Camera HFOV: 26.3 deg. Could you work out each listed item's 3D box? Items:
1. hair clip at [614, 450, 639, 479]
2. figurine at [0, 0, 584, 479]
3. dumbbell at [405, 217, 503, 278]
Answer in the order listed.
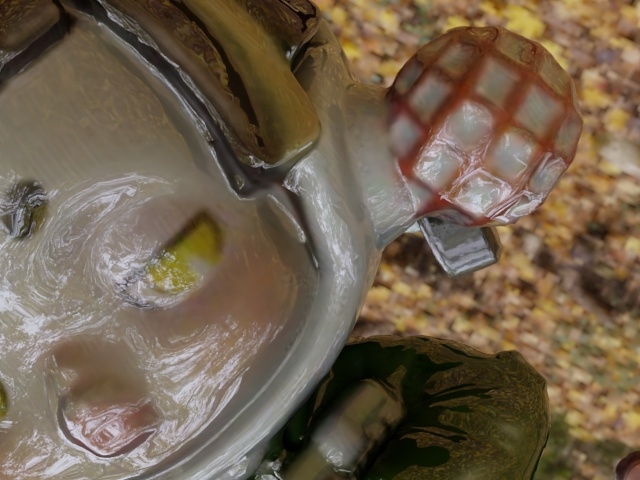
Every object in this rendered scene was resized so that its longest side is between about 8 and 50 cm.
[{"bbox_3d":[0.221,0.159,0.686,0.138,0.123,0.102,47,-179,-16],"label":"hair clip"},{"bbox_3d":[-0.031,0.038,0.435,0.370,0.281,0.167,50,-163,-15],"label":"figurine"},{"bbox_3d":[0.000,0.000,0.788,0.100,0.191,0.100,-21,-90,-81],"label":"dumbbell"}]
